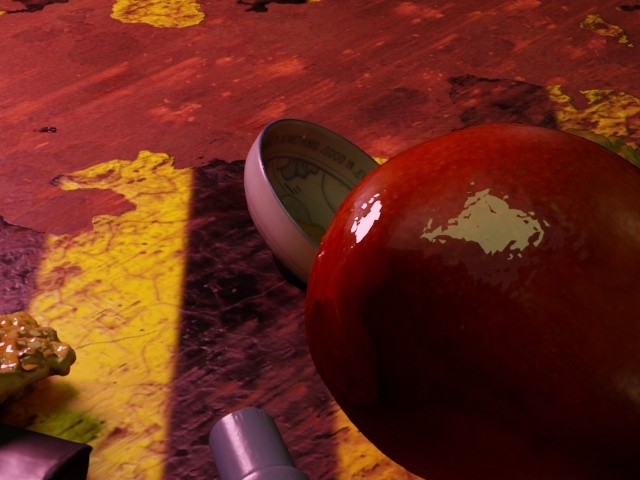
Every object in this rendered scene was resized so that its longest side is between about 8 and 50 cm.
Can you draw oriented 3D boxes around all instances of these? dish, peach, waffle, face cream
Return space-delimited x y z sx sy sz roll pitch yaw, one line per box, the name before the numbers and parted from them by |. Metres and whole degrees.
dish | 0.000 0.000 1.600 0.273 0.134 0.273 33 29 -21
peach | 0.166 0.066 1.261 0.388 0.388 0.388 -1 33 0
waffle | -0.430 0.119 1.421 0.302 0.068 0.325 12 12 30
face cream | -0.017 0.297 1.189 0.135 0.086 0.385 -11 39 -15

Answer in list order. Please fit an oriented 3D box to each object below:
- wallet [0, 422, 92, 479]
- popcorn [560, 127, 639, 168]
wallet | -0.448 0.217 1.311 0.406 0.062 0.228 10 22 18
popcorn | 0.278 -0.009 1.553 0.249 0.225 0.249 -16 32 10
